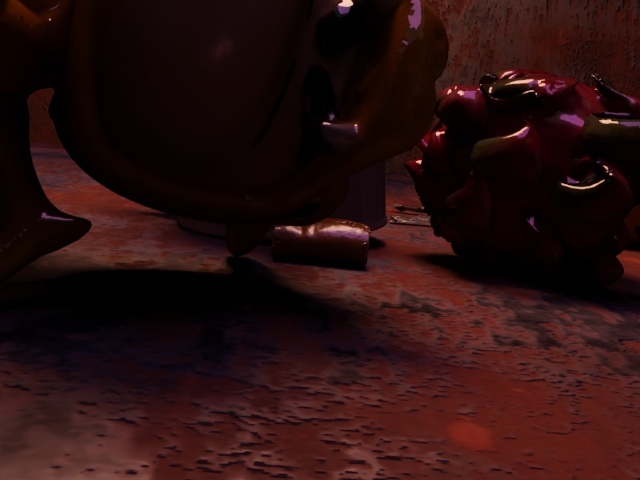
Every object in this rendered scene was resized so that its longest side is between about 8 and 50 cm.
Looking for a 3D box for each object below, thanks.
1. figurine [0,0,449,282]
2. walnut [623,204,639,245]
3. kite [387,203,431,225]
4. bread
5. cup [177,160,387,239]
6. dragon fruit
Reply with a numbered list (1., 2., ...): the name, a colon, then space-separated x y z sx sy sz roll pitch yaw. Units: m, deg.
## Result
1. figurine: -0.154 -0.136 0.521 0.387 0.268 0.401 19 19 -24
2. walnut: 0.400 -0.071 1.039 0.197 0.165 0.165 5 7 25
3. kite: 0.210 -0.030 1.147 0.267 0.013 0.323 12 9 38
4. bread: 0.000 0.000 0.683 0.083 0.036 0.047 4 10 4
5. cup: -0.056 -0.146 0.858 0.208 0.273 0.288 -6 13 -27
6. dragon fruit: 0.190 -0.052 0.699 0.198 0.218 0.273 -40 15 2
